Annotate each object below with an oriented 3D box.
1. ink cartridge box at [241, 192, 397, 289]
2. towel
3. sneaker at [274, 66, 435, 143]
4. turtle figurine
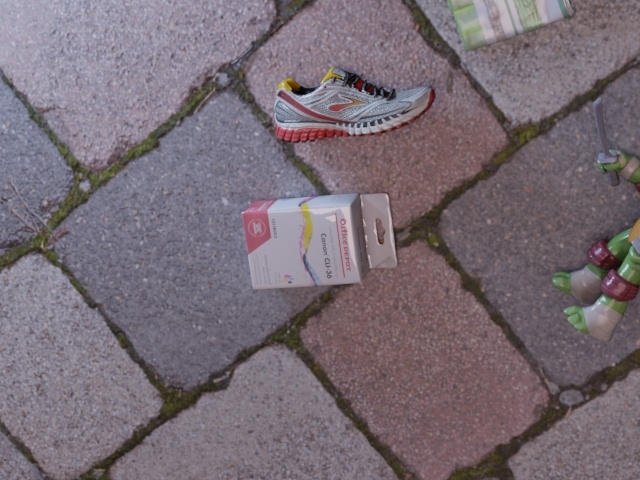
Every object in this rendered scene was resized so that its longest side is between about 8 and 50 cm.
[{"bbox_3d":[0.000,0.000,2.069,0.198,0.067,0.115,-5,104,15],"label":"ink cartridge box"},{"bbox_3d":[0.242,-0.320,1.938,0.152,0.023,0.113,-18,100,18],"label":"towel"},{"bbox_3d":[0.042,-0.186,1.993,0.225,0.088,0.093,-4,104,15],"label":"sneaker"},{"bbox_3d":[0.378,-0.022,1.905,0.198,0.274,0.266,51,120,33],"label":"turtle figurine"}]
